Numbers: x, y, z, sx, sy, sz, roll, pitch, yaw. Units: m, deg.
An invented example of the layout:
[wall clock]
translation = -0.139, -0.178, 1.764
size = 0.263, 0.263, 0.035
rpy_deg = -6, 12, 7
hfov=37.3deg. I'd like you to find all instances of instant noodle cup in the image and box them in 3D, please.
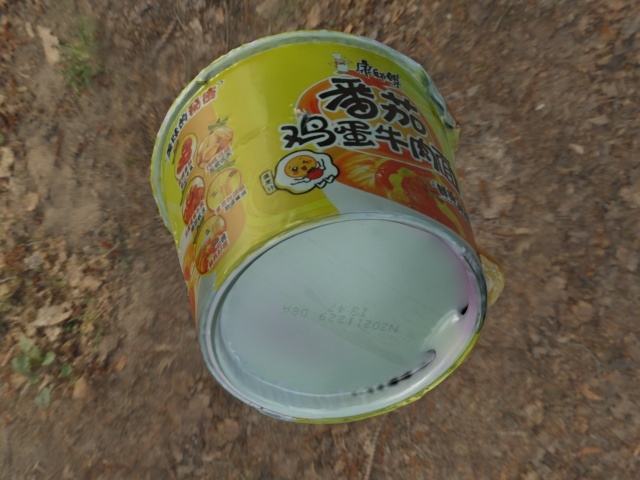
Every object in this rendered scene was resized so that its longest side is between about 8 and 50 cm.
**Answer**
[instant noodle cup]
translation = 0.000, 0.000, 0.726
size = 0.264, 0.200, 0.264
rpy_deg = -5, 130, -6

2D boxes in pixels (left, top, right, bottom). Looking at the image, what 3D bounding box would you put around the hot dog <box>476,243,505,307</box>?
[hot dog]
translation = 0.069, -0.009, 1.120
size = 0.337, 0.135, 0.100
rpy_deg = 30, 90, -25
